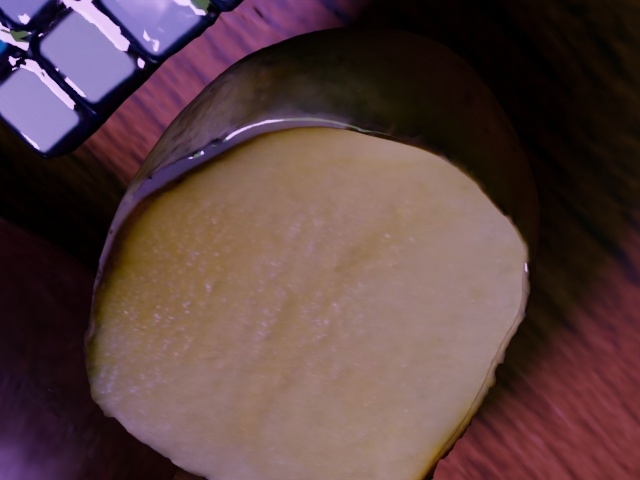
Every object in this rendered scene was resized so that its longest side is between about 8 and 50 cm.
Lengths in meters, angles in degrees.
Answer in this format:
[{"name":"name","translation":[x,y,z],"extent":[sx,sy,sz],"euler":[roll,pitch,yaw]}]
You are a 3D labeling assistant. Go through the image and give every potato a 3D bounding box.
[{"name":"potato","translation":[0.000,0.000,0.774],"extent":[0.160,0.111,0.272],"euler":[17,144,-1]}]

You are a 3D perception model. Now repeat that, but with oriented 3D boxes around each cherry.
[{"name":"cherry","translation":[-0.208,0.093,0.901],"extent":[0.307,0.221,0.261],"euler":[-1,125,9]}]

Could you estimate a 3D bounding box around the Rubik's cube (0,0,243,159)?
[{"name":"Rubik's cube","translation":[-0.064,-0.173,0.627],"extent":[0.187,0.182,0.184],"euler":[46,134,-11]}]
